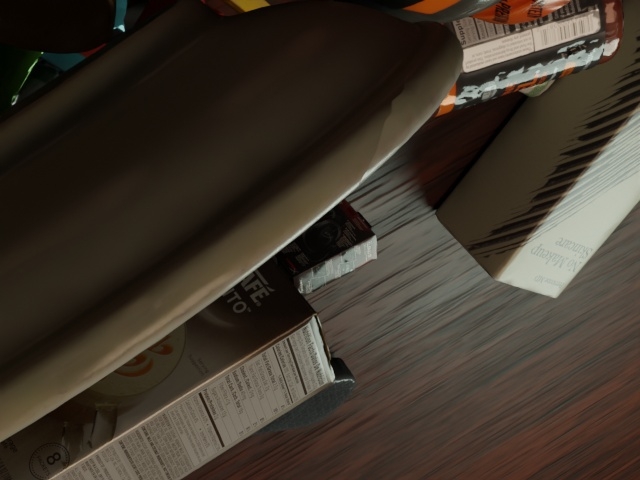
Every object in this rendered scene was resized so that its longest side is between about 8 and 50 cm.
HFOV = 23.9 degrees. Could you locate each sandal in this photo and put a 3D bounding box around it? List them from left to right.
[{"bbox_3d":[-0.068,0.126,1.277,0.097,0.054,0.254,-45,155,20],"label":"sandal"}]

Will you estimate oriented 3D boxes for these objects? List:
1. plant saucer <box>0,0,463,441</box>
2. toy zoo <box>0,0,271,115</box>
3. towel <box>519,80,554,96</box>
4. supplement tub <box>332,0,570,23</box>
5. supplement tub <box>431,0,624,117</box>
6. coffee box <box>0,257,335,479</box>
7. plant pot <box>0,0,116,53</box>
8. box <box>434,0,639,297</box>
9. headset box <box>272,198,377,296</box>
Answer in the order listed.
[{"bbox_3d":[-0.122,-0.023,0.741,0.400,0.400,0.100,-34,101,-7],"label":"plant saucer"},{"bbox_3d":[-0.125,-0.099,0.943,0.293,0.030,0.192,30,91,-53],"label":"toy zoo"},{"bbox_3d":[0.159,-0.171,1.169,0.152,0.023,0.113,15,117,-49],"label":"towel"},{"bbox_3d":[0.004,-0.234,0.774,0.338,0.207,0.207,13,120,-41],"label":"supplement tub"},{"bbox_3d":[0.104,-0.148,1.062,0.198,0.106,0.106,-18,141,-9],"label":"supplement tub"},{"bbox_3d":[-0.132,0.097,1.102,0.246,0.141,0.098,-32,144,-12],"label":"coffee box"},{"bbox_3d":[-0.195,-0.166,0.705,0.032,0.236,0.236,-63,148,-16],"label":"plant pot"},{"bbox_3d":[0.229,-0.088,1.262,0.113,0.094,0.275,15,118,-49],"label":"box"},{"bbox_3d":[0.000,0.000,1.180,0.083,0.062,0.032,-27,144,-18],"label":"headset box"}]
